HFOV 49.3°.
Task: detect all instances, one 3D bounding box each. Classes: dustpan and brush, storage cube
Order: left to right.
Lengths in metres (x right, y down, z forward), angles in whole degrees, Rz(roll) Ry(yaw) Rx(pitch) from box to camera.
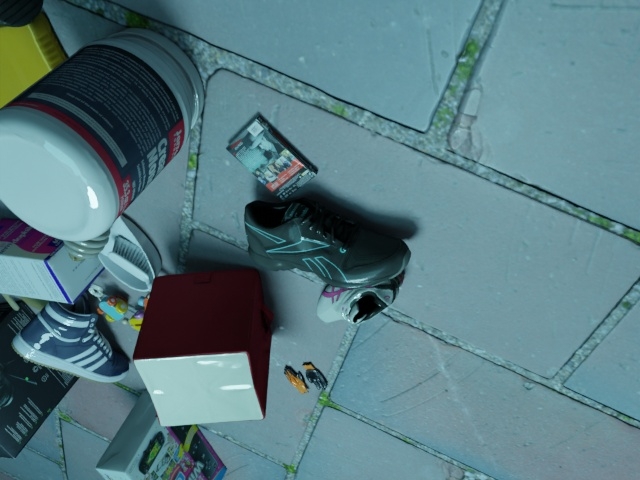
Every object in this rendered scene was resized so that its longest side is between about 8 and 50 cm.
[{"bbox_3d":[-0.326,0.062,1.294,0.211,0.060,0.147,38,136,-8],"label":"dustpan and brush"},{"bbox_3d":[-0.190,0.183,1.198,0.215,0.193,0.183,-4,130,4],"label":"storage cube"}]

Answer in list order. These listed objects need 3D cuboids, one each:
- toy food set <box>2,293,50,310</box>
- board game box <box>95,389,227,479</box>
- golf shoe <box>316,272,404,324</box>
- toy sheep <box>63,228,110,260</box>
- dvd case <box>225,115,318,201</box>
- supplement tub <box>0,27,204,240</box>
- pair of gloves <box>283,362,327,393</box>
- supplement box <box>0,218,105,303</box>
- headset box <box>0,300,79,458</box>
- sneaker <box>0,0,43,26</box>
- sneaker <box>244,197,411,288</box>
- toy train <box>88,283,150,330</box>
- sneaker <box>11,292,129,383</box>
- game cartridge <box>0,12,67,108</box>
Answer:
[{"bbox_3d":[-0.596,0.105,1.503,0.192,0.038,0.132,2,136,13],"label":"toy food set"},{"bbox_3d":[-0.362,0.534,1.633,0.098,0.224,0.303,-3,128,27],"label":"board game box"},{"bbox_3d":[0.049,0.098,1.110,0.067,0.086,0.186,42,137,-15],"label":"golf shoe"},{"bbox_3d":[-0.420,-0.018,1.250,0.091,0.091,0.132,28,115,2],"label":"toy sheep"},{"bbox_3d":[-0.072,-0.118,1.027,0.119,0.013,0.087,41,136,-14],"label":"dvd case"},{"bbox_3d":[-0.292,-0.148,0.927,0.191,0.272,0.191,15,135,16],"label":"supplement tub"},{"bbox_3d":[-0.029,0.269,1.364,0.083,0.010,0.074,-18,118,36],"label":"pair of gloves"},{"bbox_3d":[-0.553,0.037,1.356,0.220,0.111,0.113,3,130,25],"label":"supplement box"},{"bbox_3d":[-0.730,0.323,1.591,0.131,0.283,0.246,-9,125,34],"label":"headset box"},{"bbox_3d":[-0.510,-0.420,0.925,0.146,0.122,0.330,-4,130,54],"label":"sneaker"},{"bbox_3d":[0.000,0.000,1.032,0.268,0.101,0.106,6,133,23],"label":"sneaker"},{"bbox_3d":[-0.373,0.125,1.392,0.166,0.046,0.125,14,133,12],"label":"toy train"},{"bbox_3d":[-0.487,0.205,1.479,0.099,0.153,0.282,42,-173,40],"label":"sneaker"},{"bbox_3d":[-0.486,-0.199,1.153,0.285,0.052,0.323,1,127,27],"label":"game cartridge"}]
